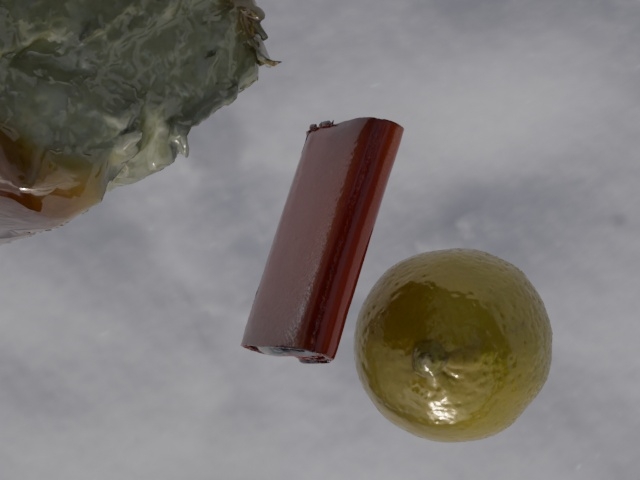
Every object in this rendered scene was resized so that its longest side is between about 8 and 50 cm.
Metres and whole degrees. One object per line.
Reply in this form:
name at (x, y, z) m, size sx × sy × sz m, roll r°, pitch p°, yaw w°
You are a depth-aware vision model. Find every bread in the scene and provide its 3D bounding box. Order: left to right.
bread at (-0.205, -0.133, 1.019) m, size 0.279 × 0.225 × 0.250 m, roll 48°, pitch 162°, yaw -14°

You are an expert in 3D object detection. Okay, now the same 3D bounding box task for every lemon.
lemon at (0.117, 0.094, 1.465) m, size 0.178 × 0.203 × 0.178 m, roll 2°, pitch 96°, yaw 18°

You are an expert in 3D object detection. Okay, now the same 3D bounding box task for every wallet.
wallet at (0.000, 0.000, 1.376) m, size 0.142 × 0.045 × 0.204 m, roll -4°, pitch 66°, yaw 63°
